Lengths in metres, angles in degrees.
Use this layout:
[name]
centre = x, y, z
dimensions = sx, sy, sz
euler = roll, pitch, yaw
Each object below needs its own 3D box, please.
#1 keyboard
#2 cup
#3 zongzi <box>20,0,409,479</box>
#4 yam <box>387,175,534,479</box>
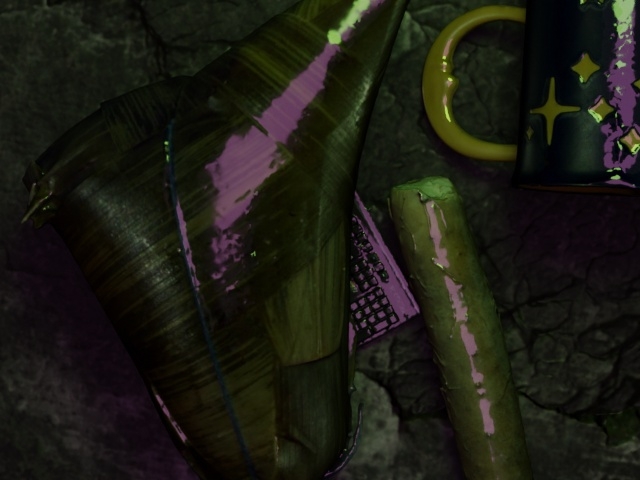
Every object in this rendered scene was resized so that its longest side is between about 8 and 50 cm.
[keyboard]
centre = 0.010, -0.009, 1.133
dimensions = 0.094, 0.025, 0.230
euler = -31, 91, 7
[cup]
centre = 0.223, -0.170, 1.038
dimensions = 0.255, 0.178, 0.256
euler = 2, 91, 2
[zongzi]
centre = 0.000, 0.000, 1.009
dimensions = 0.432, 0.208, 0.403
euler = -28, 91, 22
[yam]
centre = 0.143, 0.121, 1.105
dimensions = 0.083, 0.083, 0.371
euler = -15, 95, 4
